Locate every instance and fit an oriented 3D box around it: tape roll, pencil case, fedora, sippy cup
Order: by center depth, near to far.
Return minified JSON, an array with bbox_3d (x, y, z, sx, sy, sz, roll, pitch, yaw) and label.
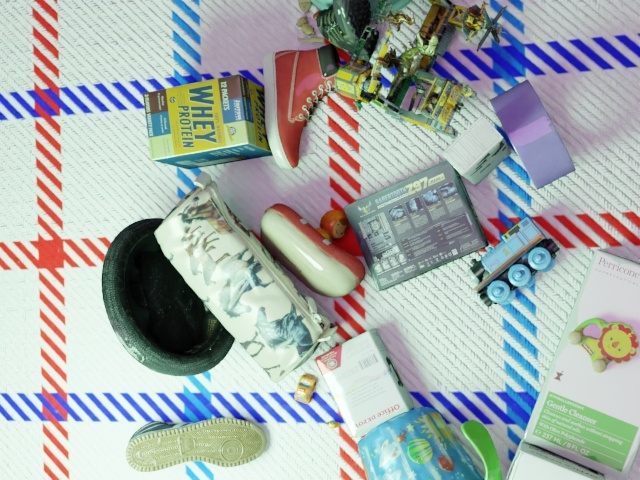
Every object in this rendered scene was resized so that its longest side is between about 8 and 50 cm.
[{"bbox_3d":[0.386,-0.193,1.773,0.080,0.189,0.189,-28,82,12],"label":"tape roll"},{"bbox_3d":[0.186,0.439,1.800,0.305,0.240,0.224,-28,68,6],"label":"sippy cup"},{"bbox_3d":[-0.149,0.070,1.885,0.183,0.160,0.410,-39,92,24],"label":"pencil case"},{"bbox_3d":[-0.322,0.128,1.949,0.152,0.334,0.334,-36,78,45],"label":"fedora"}]

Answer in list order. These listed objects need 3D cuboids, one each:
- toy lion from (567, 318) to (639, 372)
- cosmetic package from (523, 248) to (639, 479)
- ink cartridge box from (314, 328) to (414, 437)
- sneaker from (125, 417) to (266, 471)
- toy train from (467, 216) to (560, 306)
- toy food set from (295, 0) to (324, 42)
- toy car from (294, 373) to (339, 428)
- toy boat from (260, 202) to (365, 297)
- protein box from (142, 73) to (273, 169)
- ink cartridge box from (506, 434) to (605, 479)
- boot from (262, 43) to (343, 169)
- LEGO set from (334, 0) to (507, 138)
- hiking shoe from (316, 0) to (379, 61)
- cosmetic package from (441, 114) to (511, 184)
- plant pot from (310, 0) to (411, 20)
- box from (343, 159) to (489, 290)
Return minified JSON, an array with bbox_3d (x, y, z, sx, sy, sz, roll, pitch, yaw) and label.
[{"bbox_3d":[0.488,0.173,1.662,0.096,0.034,0.100,-42,75,6],"label":"toy lion"},{"bbox_3d":[0.522,0.216,1.744,0.197,0.155,0.365,20,95,18],"label":"cosmetic package"},{"bbox_3d":[0.086,0.279,1.901,0.127,0.072,0.175,-28,82,12],"label":"ink cartridge box"},{"bbox_3d":[-0.260,0.413,1.989,0.282,0.153,0.099,-3,85,-15],"label":"sneaker"},{"bbox_3d":[0.360,0.043,1.834,0.184,0.080,0.105,-41,70,13],"label":"toy train"},{"bbox_3d":[-0.009,-0.459,1.975,0.078,0.019,0.122,6,83,15],"label":"toy food set"},{"bbox_3d":[-0.003,0.321,1.941,0.122,0.040,0.060,35,97,14],"label":"toy car"},{"bbox_3d":[0.000,0.000,1.914,0.231,0.151,0.151,41,70,12],"label":"toy boat"},{"bbox_3d":[-0.213,-0.229,1.929,0.201,0.200,0.136,-9,87,14],"label":"protein box"},{"bbox_3d":[0.417,0.425,1.733,0.159,0.218,0.092,20,94,14],"label":"ink cartridge box"},{"bbox_3d":[-0.018,-0.268,1.939,0.176,0.088,0.244,-5,84,13],"label":"boot"},{"bbox_3d":[0.203,-0.345,1.790,0.192,0.255,0.331,27,84,41],"label":"LEGO set"},{"bbox_3d":[0.038,-0.412,1.853,0.114,0.227,0.086,16,78,17],"label":"hiking shoe"},{"bbox_3d":[0.289,-0.159,1.772,0.099,0.239,0.060,-42,80,11],"label":"cosmetic package"},{"bbox_3d":[0.066,-0.589,1.857,0.293,0.196,0.293,-1,84,13],"label":"plant pot"},{"bbox_3d":[0.185,-0.028,1.889,0.233,0.059,0.183,-25,83,14],"label":"box"}]
